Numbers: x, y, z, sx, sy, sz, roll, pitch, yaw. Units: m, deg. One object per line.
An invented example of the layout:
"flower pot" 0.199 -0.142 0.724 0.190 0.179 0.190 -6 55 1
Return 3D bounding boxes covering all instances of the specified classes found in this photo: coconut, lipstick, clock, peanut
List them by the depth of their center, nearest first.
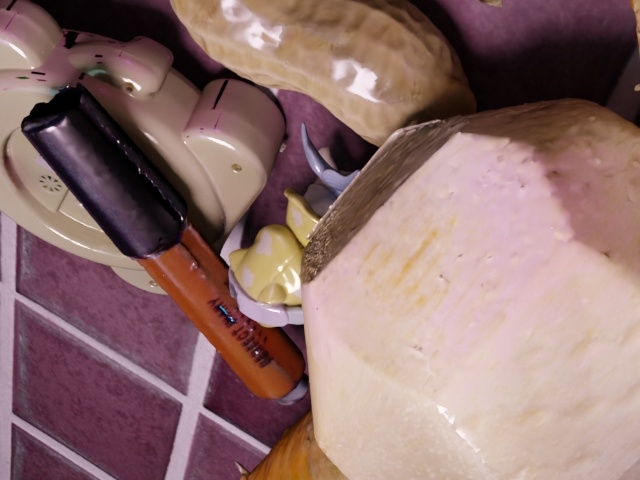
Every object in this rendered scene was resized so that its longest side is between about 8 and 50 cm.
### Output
"coconut" 0.142 0.065 0.833 0.352 0.352 0.352 19 133 22
"peanut" -0.001 -0.169 0.906 0.298 0.120 0.136 32 160 8
"lipstick" -0.129 0.022 1.023 0.077 0.077 0.418 -4 136 37
"clock" -0.219 -0.090 1.075 0.309 0.114 0.284 28 140 -13

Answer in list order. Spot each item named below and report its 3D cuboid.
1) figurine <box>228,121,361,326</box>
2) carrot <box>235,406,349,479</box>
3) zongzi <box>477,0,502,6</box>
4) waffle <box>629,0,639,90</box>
"figurine" 0.000 0.000 1.000 0.128 0.184 0.208 43 146 42
"carrot" 0.054 0.266 1.145 0.224 0.224 0.341 43 136 -3
"zongzi" -0.048 -0.262 0.819 0.289 0.154 0.317 -16 118 30
"waffle" 0.366 -0.092 0.582 0.376 0.261 0.114 -10 162 28
